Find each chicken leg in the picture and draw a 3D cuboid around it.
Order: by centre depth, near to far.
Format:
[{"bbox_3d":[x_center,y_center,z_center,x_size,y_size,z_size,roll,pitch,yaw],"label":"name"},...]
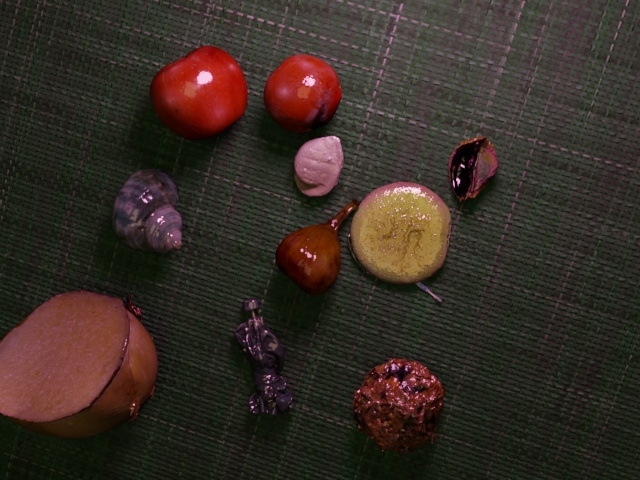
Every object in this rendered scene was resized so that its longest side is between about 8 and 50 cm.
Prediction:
[{"bbox_3d":[-0.566,0.203,1.846,0.036,0.021,0.083,-35,86,17],"label":"chicken leg"}]

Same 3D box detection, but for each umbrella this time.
[{"bbox_3d":[-0.173,0.341,1.783,0.143,0.094,0.349,-11,91,2],"label":"umbrella"}]

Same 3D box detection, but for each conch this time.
[{"bbox_3d":[-0.484,-0.067,1.751,0.220,0.195,0.277,-31,64,-20],"label":"conch"}]

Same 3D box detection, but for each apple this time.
[{"bbox_3d":[-0.330,-0.393,1.659,0.260,0.260,0.216,-24,115,7],"label":"apple"}]

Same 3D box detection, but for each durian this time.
[{"bbox_3d":[0.428,-0.201,1.692,0.108,0.119,0.186,-2,110,-32],"label":"durian"}]

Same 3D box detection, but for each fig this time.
[{"bbox_3d":[0.014,0.027,1.724,0.290,0.190,0.190,-36,91,-26],"label":"fig"}]

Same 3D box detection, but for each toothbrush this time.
[{"bbox_3d":[0.283,0.124,1.760,0.162,0.017,0.014,39,92,6],"label":"toothbrush"}]

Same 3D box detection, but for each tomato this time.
[{"bbox_3d":[-0.043,-0.390,1.651,0.184,0.208,0.208,40,98,22],"label":"tomato"}]

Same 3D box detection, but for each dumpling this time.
[{"bbox_3d":[-0.001,-0.207,1.720,0.176,0.092,0.150,-33,88,8],"label":"dumpling"}]

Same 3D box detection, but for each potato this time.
[{"bbox_3d":[-0.673,0.378,1.749,0.442,0.319,0.385,-3,54,14],"label":"potato"}]

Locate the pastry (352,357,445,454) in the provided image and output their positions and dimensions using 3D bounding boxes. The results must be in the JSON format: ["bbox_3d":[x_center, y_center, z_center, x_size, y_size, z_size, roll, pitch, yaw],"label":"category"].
[{"bbox_3d":[0.217,0.463,1.703,0.275,0.193,0.275,1,96,6],"label":"pastry"}]

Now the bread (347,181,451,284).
[{"bbox_3d":[0.225,-0.022,1.735,0.301,0.045,0.301,0,91,7],"label":"bread"}]
